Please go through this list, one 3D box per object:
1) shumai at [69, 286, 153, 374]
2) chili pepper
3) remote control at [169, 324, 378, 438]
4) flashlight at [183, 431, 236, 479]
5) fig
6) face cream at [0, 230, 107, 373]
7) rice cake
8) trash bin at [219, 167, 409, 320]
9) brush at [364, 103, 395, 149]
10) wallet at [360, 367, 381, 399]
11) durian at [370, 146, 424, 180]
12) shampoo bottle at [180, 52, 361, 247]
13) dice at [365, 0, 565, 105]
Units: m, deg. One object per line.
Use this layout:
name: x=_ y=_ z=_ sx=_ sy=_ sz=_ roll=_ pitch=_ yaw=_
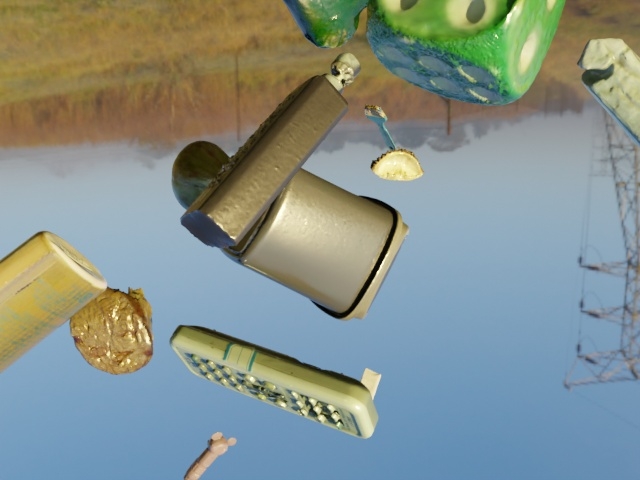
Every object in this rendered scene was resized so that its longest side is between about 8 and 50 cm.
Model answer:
shumai: x=-0.322 y=0.145 z=1.022 sx=0.123 sy=0.139 sz=0.105 roll=-31 pitch=165 yaw=4
chili pepper: x=0.057 y=-0.376 z=0.850 sx=0.116 sy=0.148 sz=0.264 roll=9 pitch=-127 yaw=40
remote control: x=-0.073 y=0.207 z=0.978 sx=0.335 sy=0.128 sz=0.065 roll=15 pitch=-124 yaw=23
flashlight: x=-0.194 y=0.368 z=1.088 sx=0.052 sy=0.110 sz=0.031 roll=36 pitch=-171 yaw=-36
fig: x=-0.174 y=-0.101 z=1.200 sx=0.245 sy=0.149 sz=0.149 roll=22 pitch=-156 yaw=35
face cream: x=-0.364 y=0.109 z=0.657 sx=0.285 sy=0.067 sz=0.139 roll=-40 pitch=160 yaw=-9
rice cake: x=0.384 y=-0.077 z=0.647 sx=0.063 sy=0.336 sz=0.066 roll=-45 pitch=176 yaw=25
trash bin: x=0.000 y=0.000 z=1.037 sx=0.290 sy=0.209 sz=0.182 roll=26 pitch=-178 yaw=-33
brush: x=0.145 y=-0.262 z=1.498 sx=0.051 sy=0.014 sz=0.164 roll=19 pitch=161 yaw=34
wallet: x=0.115 y=0.343 z=1.523 sx=0.044 sy=0.011 sz=0.083 roll=24 pitch=-137 yaw=4
durian: x=0.172 y=-0.171 z=1.415 sx=0.130 sy=0.066 sz=0.052 roll=1 pitch=155 yaw=-18
shampoo bottle: x=-0.047 y=-0.125 z=0.795 sx=0.309 sy=0.071 sz=0.098 roll=-54 pitch=-163 yaw=-21
dice: x=0.269 y=-0.437 z=1.175 sx=0.297 sy=0.300 sz=0.287 roll=24 pitch=-175 yaw=23
